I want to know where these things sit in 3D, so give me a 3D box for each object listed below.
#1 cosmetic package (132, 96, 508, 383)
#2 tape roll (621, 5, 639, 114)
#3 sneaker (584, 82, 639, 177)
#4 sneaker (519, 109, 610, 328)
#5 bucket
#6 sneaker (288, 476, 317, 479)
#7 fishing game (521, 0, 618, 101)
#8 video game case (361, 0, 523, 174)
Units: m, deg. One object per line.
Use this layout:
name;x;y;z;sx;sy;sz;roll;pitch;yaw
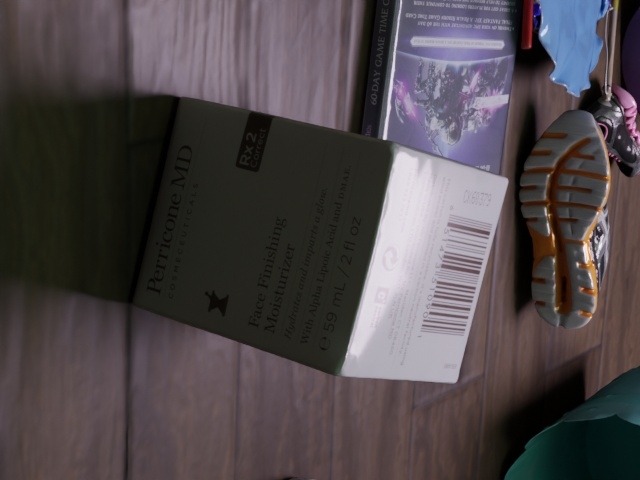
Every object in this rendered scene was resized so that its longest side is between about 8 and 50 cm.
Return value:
cosmetic package;0.000;0.000;1.006;0.151;0.184;0.151;10;94;-55
tape roll;0.404;-0.182;1.482;0.080;0.189;0.189;-34;127;-42
sneaker;0.293;-0.103;1.496;0.057;0.047;0.119;-38;133;-11
sneaker;0.240;-0.026;1.422;0.083;0.084;0.215;-42;138;-56
bucket;0.344;0.266;1.503;0.183;0.281;0.281;-29;124;-51
sneaker;0.076;0.276;1.235;0.256;0.151;0.094;38;70;-53
fishing game;0.222;-0.225;1.341;0.264;0.041;0.189;3;90;-63
video game case;0.106;-0.161;1.230;0.196;0.026;0.274;-8;109;-52
